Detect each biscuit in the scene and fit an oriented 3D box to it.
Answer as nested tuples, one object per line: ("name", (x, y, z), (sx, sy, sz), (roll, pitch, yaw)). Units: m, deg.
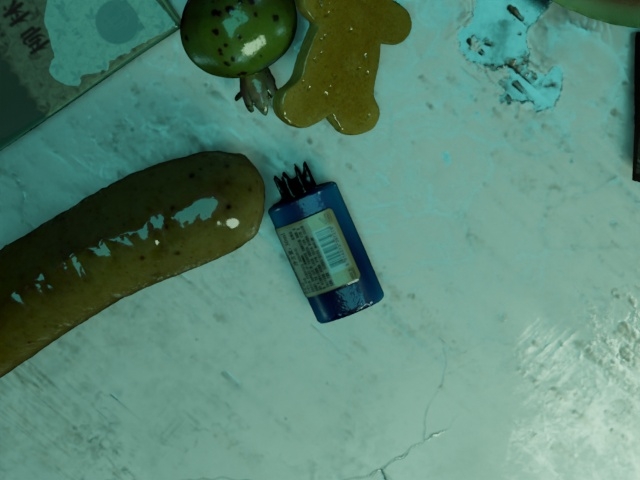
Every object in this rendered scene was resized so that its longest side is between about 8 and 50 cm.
("biscuit", (0.029, -0.231, 1.147), (0.158, 0.035, 0.240), (11, 99, -43))

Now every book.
("book", (-0.381, -0.249, 1.210), (0.379, 0.031, 0.264), (-33, 97, 9))

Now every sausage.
("sausage", (-0.287, 0.038, 1.218), (0.501, 0.123, 0.136), (-29, 127, 9))

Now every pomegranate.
("pomegranate", (-0.078, -0.224, 1.159), (0.129, 0.129, 0.159), (-31, 141, 9))

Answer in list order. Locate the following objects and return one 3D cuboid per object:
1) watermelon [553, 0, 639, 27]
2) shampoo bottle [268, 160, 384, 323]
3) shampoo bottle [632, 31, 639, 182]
("watermelon", (0.313, -0.341, 1.079), (0.260, 0.176, 0.256), (-6, 69, 38))
("shampoo bottle", (0.000, 0.000, 1.226), (0.087, 0.050, 0.183), (-22, 100, 10))
("shampoo bottle", (0.377, -0.179, 1.162), (0.068, 0.067, 0.236), (1, 100, -9))
